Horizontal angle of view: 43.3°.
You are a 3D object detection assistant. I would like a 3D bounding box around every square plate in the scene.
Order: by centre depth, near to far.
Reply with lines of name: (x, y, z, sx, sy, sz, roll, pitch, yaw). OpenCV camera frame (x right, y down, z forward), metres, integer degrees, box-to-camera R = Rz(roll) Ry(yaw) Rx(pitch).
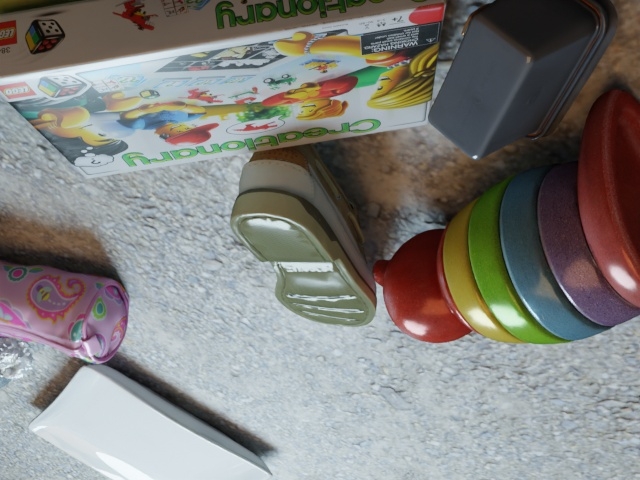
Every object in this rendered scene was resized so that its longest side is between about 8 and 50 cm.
square plate: (-0.295, 0.343, 1.368, 0.347, 0.049, 0.344, 35, 139, -13)

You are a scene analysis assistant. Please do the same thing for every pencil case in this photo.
pencil case: (-0.405, 0.086, 1.088, 0.284, 0.124, 0.124, 10, 138, 14)

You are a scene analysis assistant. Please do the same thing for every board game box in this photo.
board game box: (-0.066, -0.124, 0.612, 0.306, 0.053, 0.193, -9, 164, 2)

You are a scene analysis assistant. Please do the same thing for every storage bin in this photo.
storage bin: (0.137, -0.131, 0.605, 0.098, 0.091, 0.135, 44, 143, 19)

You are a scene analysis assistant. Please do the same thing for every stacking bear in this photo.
stacking bear: (0.176, 0.019, 0.727, 0.175, 0.164, 0.289, 42, 140, -21)

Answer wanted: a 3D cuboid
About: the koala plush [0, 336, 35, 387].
koala plush: (-0.568, 0.172, 1.242, 0.221, 0.203, 0.196, 22, 154, -32)

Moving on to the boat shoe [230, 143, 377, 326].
boat shoe: (0.000, 0.000, 0.819, 0.113, 0.103, 0.302, 4, 155, 15)

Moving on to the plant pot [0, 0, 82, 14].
plant pot: (-0.266, -0.244, 0.585, 0.254, 0.276, 0.276, -10, 131, 18)
